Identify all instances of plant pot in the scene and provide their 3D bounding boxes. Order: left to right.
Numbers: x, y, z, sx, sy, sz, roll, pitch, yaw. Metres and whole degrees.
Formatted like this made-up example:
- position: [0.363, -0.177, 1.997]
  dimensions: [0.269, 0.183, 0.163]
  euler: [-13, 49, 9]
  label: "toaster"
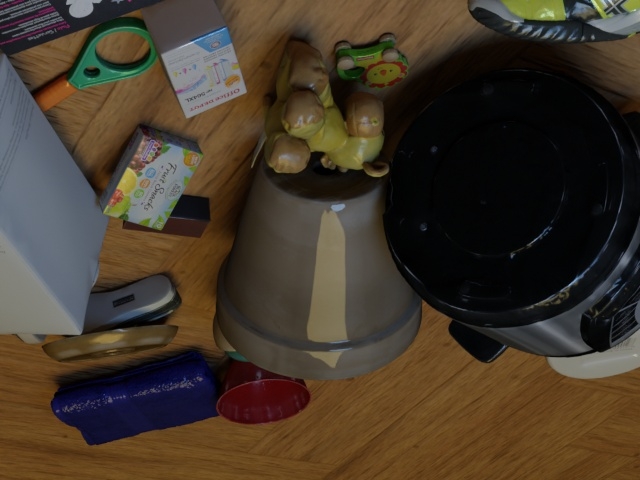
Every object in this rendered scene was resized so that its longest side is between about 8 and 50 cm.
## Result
- position: [-0.362, 0.182, 2.020]
  dimensions: [0.236, 0.032, 0.236]
  euler: [-8, 171, -1]
  label: "plant pot"
- position: [0.000, 0.000, 1.742]
  dimensions: [0.323, 0.323, 0.280]
  euler: [-5, 128, -7]
  label: "plant pot"

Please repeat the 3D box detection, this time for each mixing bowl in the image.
- position: [-0.113, 0.270, 2.234]
  dimensions: [0.181, 0.098, 0.181]
  euler: [-6, 146, -4]
  label: "mixing bowl"

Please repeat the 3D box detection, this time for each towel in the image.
- position: [-0.344, 0.308, 2.264]
  dimensions: [0.308, 0.076, 0.228]
  euler: [-13, 152, 4]
  label: "towel"

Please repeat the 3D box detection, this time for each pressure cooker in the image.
- position: [0.326, -0.025, 1.677]
  dimensions: [0.370, 0.375, 0.420]
  euler: [-10, 162, 25]
  label: "pressure cooker"

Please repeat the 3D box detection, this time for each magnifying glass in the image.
- position: [-0.312, -0.223, 1.553]
  dimensions: [0.231, 0.026, 0.092]
  euler: [-26, 142, 24]
  label: "magnifying glass"

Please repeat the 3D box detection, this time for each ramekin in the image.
- position: [0.531, 0.146, 2.182]
  dimensions: [0.277, 0.135, 0.277]
  euler: [-6, 145, -4]
  label: "ramekin"

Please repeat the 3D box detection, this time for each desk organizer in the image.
- position: [-0.241, -0.041, 1.809]
  dimensions: [0.130, 0.047, 0.050]
  euler: [7, 144, -22]
  label: "desk organizer"

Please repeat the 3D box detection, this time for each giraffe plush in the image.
- position: [0.015, -0.152, 1.588]
  dimensions: [0.170, 0.181, 0.210]
  euler: [12, 149, -14]
  label: "giraffe plush"

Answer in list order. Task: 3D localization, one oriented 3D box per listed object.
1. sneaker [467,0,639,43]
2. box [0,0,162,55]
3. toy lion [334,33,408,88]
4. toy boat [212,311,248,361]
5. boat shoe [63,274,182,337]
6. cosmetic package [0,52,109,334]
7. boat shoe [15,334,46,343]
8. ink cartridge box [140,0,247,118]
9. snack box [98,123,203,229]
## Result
- position: [0.378, -0.339, 1.493]
  dimensions: [0.384, 0.145, 0.147]
  euler: [-5, 114, -2]
  label: "sneaker"
- position: [-0.275, -0.337, 1.281]
  dimensions: [0.247, 0.163, 0.142]
  euler: [-17, 148, 10]
  label: "box"
- position: [0.073, -0.242, 1.618]
  dimensions: [0.100, 0.034, 0.096]
  euler: [-9, 153, 0]
  label: "toy lion"
- position: [-0.022, 0.128, 1.959]
  dimensions: [0.318, 0.148, 0.267]
  euler: [-22, -171, -10]
  label: "toy boat"
- position: [-0.346, 0.127, 1.995]
  dimensions: [0.219, 0.078, 0.070]
  euler: [-16, 144, 7]
  label: "boat shoe"
- position: [-0.439, -0.050, 1.584]
  dimensions: [0.156, 0.217, 0.385]
  euler: [-1, 145, 13]
  label: "cosmetic package"
- position: [-0.550, 0.049, 1.815]
  dimensions: [0.158, 0.127, 0.340]
  euler: [-7, 138, 7]
  label: "boat shoe"
- position: [-0.159, -0.236, 1.498]
  dimensions: [0.092, 0.090, 0.143]
  euler: [-24, 145, -5]
  label: "ink cartridge box"
- position: [-0.249, -0.091, 1.705]
  dimensions: [0.100, 0.037, 0.141]
  euler: [16, 117, -34]
  label: "snack box"
